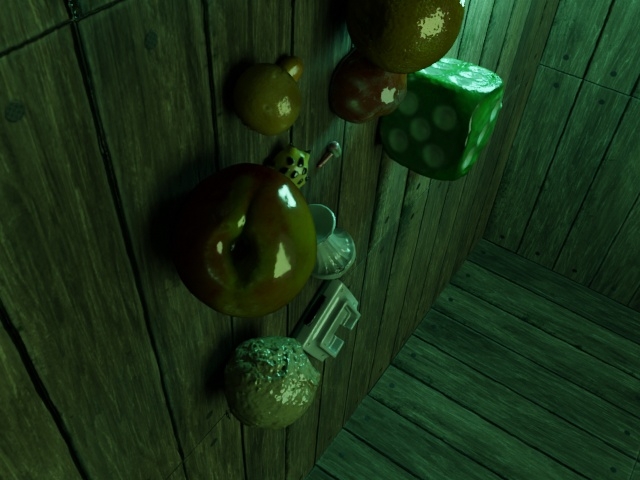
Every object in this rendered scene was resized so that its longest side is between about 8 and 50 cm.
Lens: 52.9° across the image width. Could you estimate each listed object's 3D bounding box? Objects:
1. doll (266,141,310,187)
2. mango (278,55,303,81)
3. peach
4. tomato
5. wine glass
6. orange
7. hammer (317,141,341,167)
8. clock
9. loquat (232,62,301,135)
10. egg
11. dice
[{"bbox_3d":[-0.110,-0.089,1.502,0.117,0.086,0.291,21,101,-28],"label":"doll"},{"bbox_3d":[-0.072,-0.344,1.340,0.089,0.046,0.060,-48,155,-2],"label":"mango"},{"bbox_3d":[-0.142,0.002,1.284,0.308,0.307,0.332,-65,174,7],"label":"peach"},{"bbox_3d":[0.136,-0.388,1.613,0.214,0.155,0.181,-53,153,-18],"label":"tomato"},{"bbox_3d":[0.000,0.000,1.772,0.165,0.164,0.196,-56,150,-15],"label":"wine glass"},{"bbox_3d":[0.185,-0.505,1.429,0.274,0.274,0.274,-48,154,-32],"label":"orange"},{"bbox_3d":[0.020,-0.224,1.711,0.083,0.031,0.052,-47,153,-9],"label":"hammer"},{"bbox_3d":[0.028,0.278,2.201,0.262,0.116,0.231,-58,157,-12],"label":"clock"},{"bbox_3d":[-0.101,-0.271,1.241,0.141,0.141,0.141,-48,154,-32],"label":"loquat"},{"bbox_3d":[-0.137,0.385,1.753,0.279,0.279,0.310,-58,169,-9],"label":"egg"},{"bbox_3d":[0.368,-0.378,1.948,0.297,0.287,0.300,-36,148,-47],"label":"dice"}]
